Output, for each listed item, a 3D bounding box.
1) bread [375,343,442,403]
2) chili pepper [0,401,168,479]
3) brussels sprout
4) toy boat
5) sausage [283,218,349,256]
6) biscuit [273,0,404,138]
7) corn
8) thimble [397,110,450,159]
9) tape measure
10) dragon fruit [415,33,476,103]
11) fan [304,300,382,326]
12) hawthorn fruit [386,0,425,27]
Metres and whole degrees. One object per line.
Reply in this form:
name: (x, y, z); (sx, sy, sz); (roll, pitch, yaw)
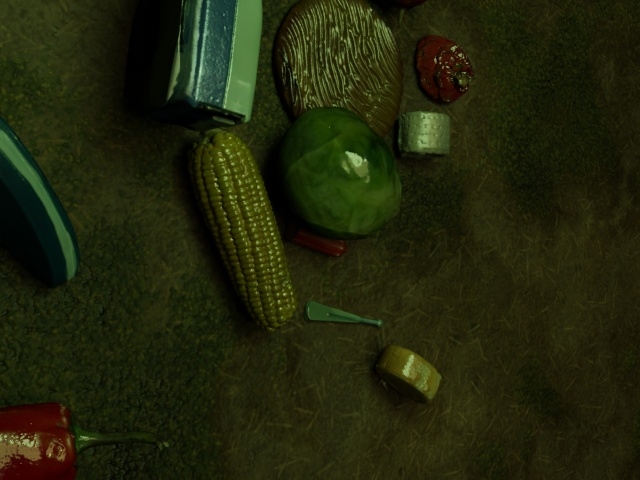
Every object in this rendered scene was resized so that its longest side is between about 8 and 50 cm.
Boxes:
bread: (0.178, 0.273, 1.484); (0.149, 0.122, 0.073); (42, 68, -28)
chili pepper: (-0.402, 0.291, 1.031); (0.338, 0.131, 0.135); (-10, 70, -34)
brussels sprout: (0.044, -0.107, 1.336); (0.210, 0.219, 0.271); (-45, 140, 15)
toy boat: (-0.411, -0.041, 1.020); (0.062, 0.096, 0.299); (-72, 154, -43)
sausage: (0.000, 0.000, 1.400); (0.145, 0.050, 0.048); (21, 35, -35)
biscuit: (0.045, -0.328, 1.447); (0.317, 0.040, 0.318); (1, 89, -38)
corn: (-0.131, -0.018, 1.256); (0.120, 0.120, 0.364); (-26, 105, -35)
thimble: (0.215, -0.215, 1.537); (0.115, 0.102, 0.090); (0, 92, -29)
tape measure: (-0.193, -0.294, 1.125); (0.138, 0.262, 0.260); (11, 83, -30)
dragon fruit: (0.263, -0.355, 1.574); (0.083, 0.106, 0.162); (-41, 115, -30)
fan: (0.048, 0.149, 1.453); (0.193, 0.016, 0.038); (14, 79, -36)
hawthorn fruit: (0.167, -0.551, 1.462); (0.189, 0.189, 0.252); (-6, 99, -38)
